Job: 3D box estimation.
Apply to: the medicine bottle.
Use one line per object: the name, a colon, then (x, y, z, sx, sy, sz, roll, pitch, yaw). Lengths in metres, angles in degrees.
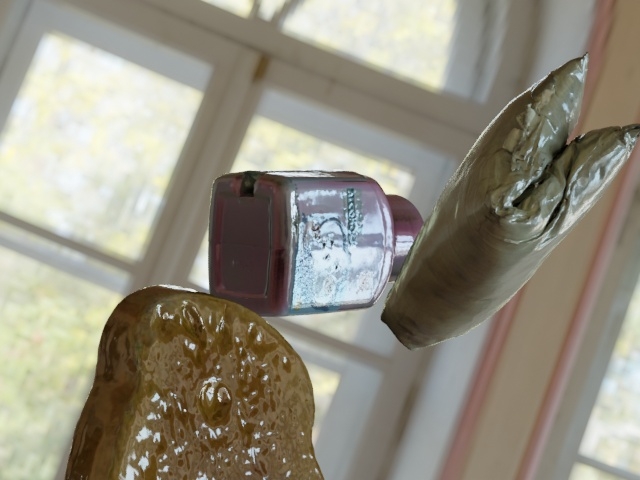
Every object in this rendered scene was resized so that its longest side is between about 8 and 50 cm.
medicine bottle: (0.000, 0.000, 1.599, 0.094, 0.119, 0.188, 5, 5, 42)

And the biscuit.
biscuit: (-0.077, 0.213, 1.401, 0.057, 0.344, 0.287, -12, -27, 39)

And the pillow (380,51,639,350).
pillow: (0.106, -0.013, 1.141, 0.078, 0.134, 0.181, 40, -34, 5)
